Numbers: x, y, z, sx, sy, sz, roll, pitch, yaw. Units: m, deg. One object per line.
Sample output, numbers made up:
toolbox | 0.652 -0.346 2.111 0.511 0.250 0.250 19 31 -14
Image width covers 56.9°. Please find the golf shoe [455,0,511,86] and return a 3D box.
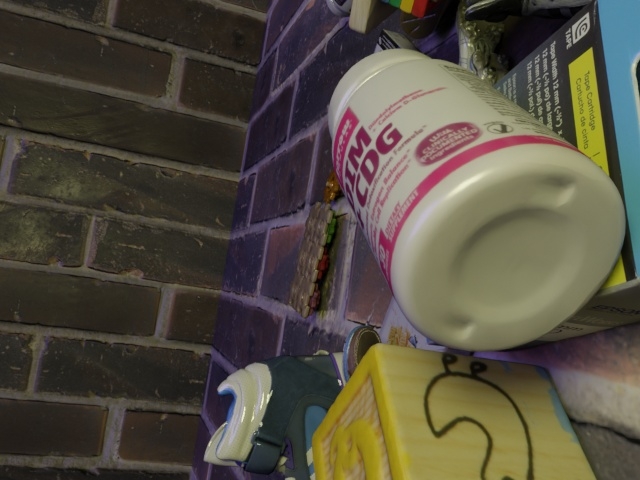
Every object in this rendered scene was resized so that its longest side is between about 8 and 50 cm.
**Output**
golf shoe | 0.205 -0.250 0.798 0.086 0.069 0.176 120 155 -59

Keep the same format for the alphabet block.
alphabet block | 0.119 0.237 0.572 0.192 0.197 0.193 -101 28 -47

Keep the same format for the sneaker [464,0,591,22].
sneaker | 0.226 -0.254 0.566 0.268 0.153 0.101 -126 31 -68

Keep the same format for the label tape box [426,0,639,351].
label tape box | 0.228 -0.047 0.544 0.348 0.115 0.248 142 135 -60

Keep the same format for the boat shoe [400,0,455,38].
boat shoe | 0.194 -0.418 0.900 0.073 0.080 0.223 -52 -8 -48

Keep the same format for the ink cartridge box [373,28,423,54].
ink cartridge box | 0.139 -0.296 1.046 0.207 0.046 0.097 -107 31 -54

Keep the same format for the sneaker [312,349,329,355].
sneaker | 0.007 0.285 1.047 0.258 0.094 0.091 -122 41 -65

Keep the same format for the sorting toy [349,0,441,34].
sorting toy | 0.154 -0.393 0.685 0.255 0.090 0.257 -49 -19 -36

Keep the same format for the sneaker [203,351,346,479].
sneaker | -0.044 0.330 0.853 0.130 0.237 0.322 134 127 -76

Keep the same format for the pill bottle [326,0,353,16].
pill bottle | 0.081 -0.552 1.259 0.193 0.108 0.108 173 106 -71

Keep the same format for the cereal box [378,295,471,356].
cereal box | 0.124 0.181 0.826 0.173 0.048 0.240 -121 44 -63

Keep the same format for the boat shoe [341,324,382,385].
boat shoe | 0.076 0.203 0.793 0.066 0.066 0.183 -29 64 60

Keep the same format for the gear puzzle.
gear puzzle | 0.000 0.000 1.321 0.175 0.044 0.338 -159 82 -73

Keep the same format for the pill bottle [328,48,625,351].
pill bottle | 0.099 -0.057 0.497 0.283 0.161 0.160 -110 35 -56
